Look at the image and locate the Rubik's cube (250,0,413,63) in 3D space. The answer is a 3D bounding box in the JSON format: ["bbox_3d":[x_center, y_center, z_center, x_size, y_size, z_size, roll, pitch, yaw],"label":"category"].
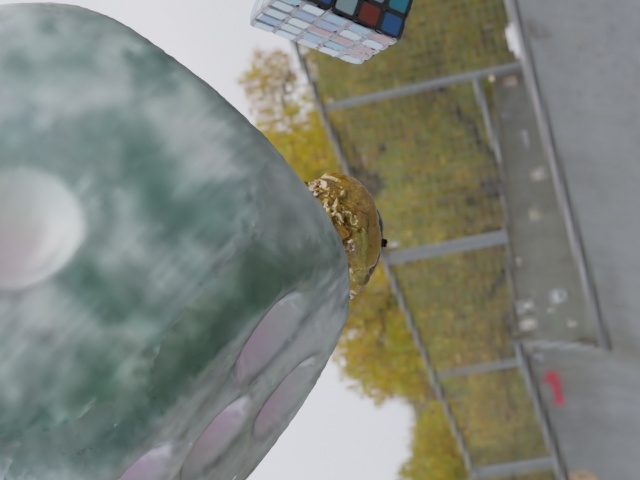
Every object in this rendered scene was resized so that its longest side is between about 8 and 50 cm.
[{"bbox_3d":[0.029,-0.372,1.918,0.182,0.187,0.184,163,125,-71],"label":"Rubik's cube"}]

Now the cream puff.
[{"bbox_3d":[0.000,0.000,1.832,0.129,0.189,0.189,-2,-102,-35],"label":"cream puff"}]

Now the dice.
[{"bbox_3d":[-0.194,0.052,1.036,0.328,0.330,0.348,37,165,17],"label":"dice"}]
